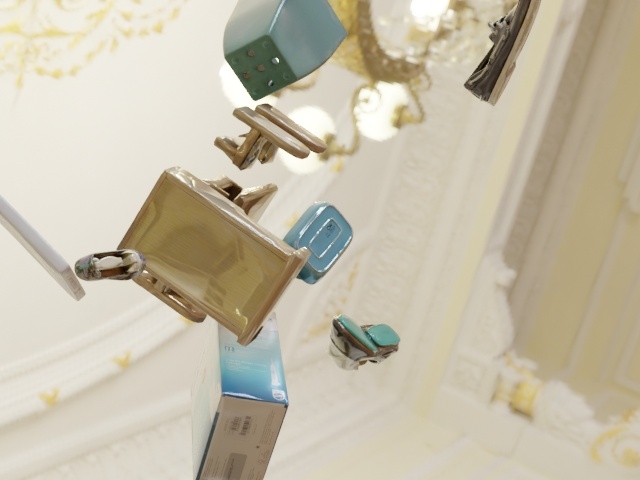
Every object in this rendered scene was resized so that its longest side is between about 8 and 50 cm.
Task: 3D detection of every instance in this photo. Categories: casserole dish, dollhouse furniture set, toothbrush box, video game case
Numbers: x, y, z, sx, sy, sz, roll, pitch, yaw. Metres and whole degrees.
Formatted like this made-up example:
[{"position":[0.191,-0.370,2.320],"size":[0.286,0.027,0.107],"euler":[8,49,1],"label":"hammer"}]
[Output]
[{"position":[0.000,0.000,2.202],"size":[0.114,0.037,0.188],"euler":[50,-129,-14],"label":"casserole dish"},{"position":[-0.130,-0.006,1.939],"size":[0.362,0.256,0.394],"euler":[-56,-6,14],"label":"dollhouse furniture set"},{"position":[-0.155,0.285,2.106],"size":[0.295,0.126,0.216],"euler":[-101,26,-59],"label":"toothbrush box"},{"position":[-0.442,-0.001,1.737],"size":[0.023,0.201,0.183],"euler":[-45,-9,-14],"label":"video game case"}]

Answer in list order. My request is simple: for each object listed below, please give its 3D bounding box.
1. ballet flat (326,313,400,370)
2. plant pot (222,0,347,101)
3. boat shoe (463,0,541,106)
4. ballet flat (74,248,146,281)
[{"position":[0.075,0.210,2.246],"size":[0.096,0.095,0.280],"euler":[-46,-25,12],"label":"ballet flat"},{"position":[-0.081,-0.371,2.154],"size":[0.166,0.165,0.234],"euler":[55,-149,-23],"label":"plant pot"},{"position":[0.273,-0.302,1.723],"size":[0.075,0.065,0.206],"euler":[-45,-21,-56],"label":"boat shoe"},{"position":[-0.251,0.030,1.422],"size":[0.114,0.041,0.041],"euler":[-9,-61,-51],"label":"ballet flat"}]
